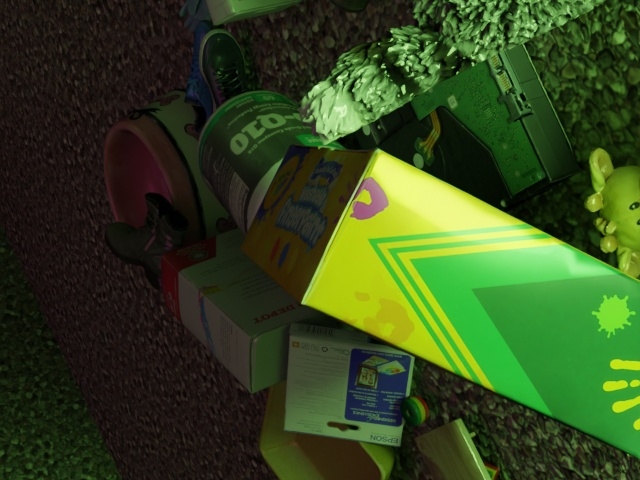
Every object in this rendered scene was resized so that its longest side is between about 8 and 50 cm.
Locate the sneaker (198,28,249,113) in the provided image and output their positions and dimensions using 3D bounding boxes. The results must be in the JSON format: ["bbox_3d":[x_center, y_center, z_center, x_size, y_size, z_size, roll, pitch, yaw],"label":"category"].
[{"bbox_3d":[-0.140,-0.245,1.811,0.163,0.086,0.226,48,154,51],"label":"sneaker"}]

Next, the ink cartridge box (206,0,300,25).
[{"bbox_3d":[-0.124,-0.449,1.632,0.082,0.139,0.191,-8,100,58],"label":"ink cartridge box"}]

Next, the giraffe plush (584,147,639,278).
[{"bbox_3d":[0.357,-0.054,1.058,0.181,0.170,0.210,58,147,19],"label":"giraffe plush"}]

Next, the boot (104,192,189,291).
[{"bbox_3d":[-0.324,-0.024,1.981,0.246,0.083,0.161,34,125,40],"label":"boot"}]

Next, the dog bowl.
[{"bbox_3d":[-0.302,-0.093,2.110,0.408,0.150,0.408,33,133,45],"label":"dog bowl"}]

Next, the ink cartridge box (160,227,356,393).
[{"bbox_3d":[-0.113,0.109,1.847,0.306,0.226,0.131,40,137,42],"label":"ink cartridge box"}]

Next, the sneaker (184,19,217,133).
[{"bbox_3d":[-0.213,-0.297,1.915,0.069,0.082,0.209,24,127,51],"label":"sneaker"}]

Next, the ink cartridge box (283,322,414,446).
[{"bbox_3d":[0.044,0.241,1.722,0.045,0.206,0.208,-76,-8,-58],"label":"ink cartridge box"}]

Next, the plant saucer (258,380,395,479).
[{"bbox_3d":[0.019,0.396,1.941,0.333,0.081,0.333,47,142,33],"label":"plant saucer"}]

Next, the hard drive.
[{"bbox_3d":[0.180,-0.133,1.402,0.339,0.064,0.237,-36,76,59],"label":"hard drive"}]

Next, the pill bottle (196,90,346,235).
[{"bbox_3d":[-0.041,-0.077,1.592,0.361,0.204,0.204,-132,36,-51],"label":"pill bottle"}]

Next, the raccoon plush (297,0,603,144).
[{"bbox_3d":[0.129,-0.330,1.048,0.299,0.446,0.216,61,164,-10],"label":"raccoon plush"}]

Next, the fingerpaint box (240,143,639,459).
[{"bbox_3d":[0.130,0.045,1.142,0.163,0.371,0.445,-64,13,0],"label":"fingerpaint box"}]

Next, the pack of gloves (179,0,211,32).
[{"bbox_3d":[-0.231,-0.494,1.894,0.195,0.046,0.232,55,151,3],"label":"pack of gloves"}]

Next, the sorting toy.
[{"bbox_3d":[0.226,0.355,1.619,0.274,0.046,0.132,64,149,11],"label":"sorting toy"}]

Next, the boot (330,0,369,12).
[{"bbox_3d":[0.041,-0.470,1.430,0.263,0.091,0.229,54,140,19],"label":"boot"}]
